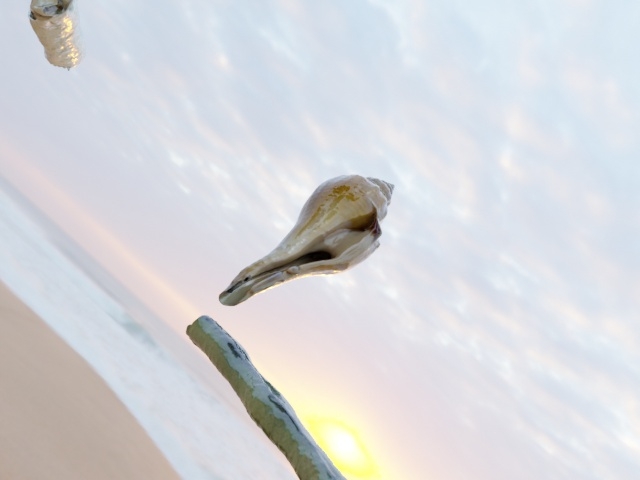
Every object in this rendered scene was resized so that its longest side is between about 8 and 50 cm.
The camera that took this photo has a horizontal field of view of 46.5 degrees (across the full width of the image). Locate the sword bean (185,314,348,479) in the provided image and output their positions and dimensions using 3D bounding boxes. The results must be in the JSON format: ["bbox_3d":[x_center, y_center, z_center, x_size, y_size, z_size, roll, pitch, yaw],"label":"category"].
[{"bbox_3d":[-0.044,0.143,0.625,0.043,0.038,0.269,6,22,-37],"label":"sword bean"}]

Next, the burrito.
[{"bbox_3d":[-0.340,-0.284,0.964,0.226,0.060,0.087,165,-80,-75],"label":"burrito"}]

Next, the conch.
[{"bbox_3d":[-0.002,0.002,0.903,0.109,0.330,0.093,47,-37,6],"label":"conch"}]
